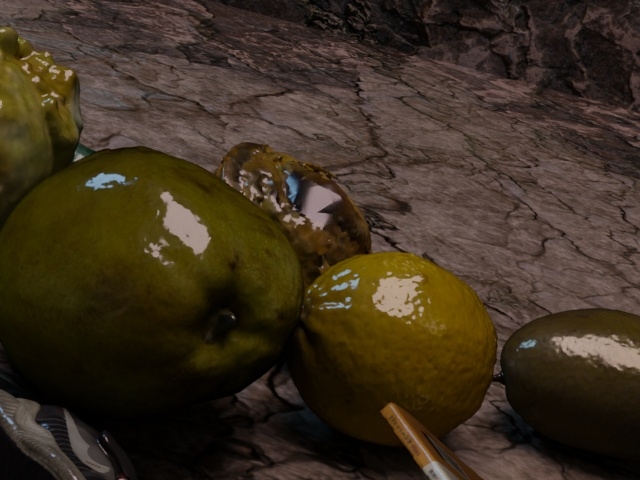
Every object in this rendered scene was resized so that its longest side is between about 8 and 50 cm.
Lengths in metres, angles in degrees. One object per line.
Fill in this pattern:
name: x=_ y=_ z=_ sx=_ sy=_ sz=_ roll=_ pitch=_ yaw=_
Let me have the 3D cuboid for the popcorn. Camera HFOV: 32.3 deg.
popcorn: x=-0.429 y=-0.102 z=1.213 sx=0.312 sy=0.312 sz=0.312 roll=12 pitch=20 yaw=-5

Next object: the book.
book: x=0.166 y=0.256 z=0.846 sx=0.208 sy=0.020 sz=0.295 roll=44 pitch=3 yaw=-31

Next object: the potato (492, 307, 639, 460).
potato: x=0.304 y=0.152 z=1.187 sx=0.251 sy=0.159 sz=0.174 roll=6 pitch=-4 yaw=2

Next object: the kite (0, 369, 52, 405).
kite: x=-0.363 y=0.051 z=0.988 sx=0.335 sy=0.011 sz=0.314 roll=41 pitch=-10 yaw=-4

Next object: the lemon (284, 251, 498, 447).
lemon: x=0.069 y=0.107 z=1.093 sx=0.231 sy=0.192 sz=0.192 roll=22 pitch=14 yaw=-29

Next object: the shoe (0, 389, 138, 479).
shoe: x=-0.190 y=0.188 z=0.858 sx=0.112 sy=0.099 sz=0.227 roll=3 pitch=21 yaw=-46

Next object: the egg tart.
egg tart: x=0.000 y=0.000 z=1.267 sx=0.297 sy=0.132 sz=0.297 roll=49 pitch=21 yaw=-26

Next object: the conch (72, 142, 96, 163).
conch: x=-0.308 y=-0.067 z=1.410 sx=0.188 sy=0.121 sz=0.176 roll=9 pitch=-7 yaw=-13

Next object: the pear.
pear: x=-0.163 y=0.040 z=1.016 sx=0.269 sy=0.269 sz=0.321 roll=-4 pitch=13 yaw=-40
